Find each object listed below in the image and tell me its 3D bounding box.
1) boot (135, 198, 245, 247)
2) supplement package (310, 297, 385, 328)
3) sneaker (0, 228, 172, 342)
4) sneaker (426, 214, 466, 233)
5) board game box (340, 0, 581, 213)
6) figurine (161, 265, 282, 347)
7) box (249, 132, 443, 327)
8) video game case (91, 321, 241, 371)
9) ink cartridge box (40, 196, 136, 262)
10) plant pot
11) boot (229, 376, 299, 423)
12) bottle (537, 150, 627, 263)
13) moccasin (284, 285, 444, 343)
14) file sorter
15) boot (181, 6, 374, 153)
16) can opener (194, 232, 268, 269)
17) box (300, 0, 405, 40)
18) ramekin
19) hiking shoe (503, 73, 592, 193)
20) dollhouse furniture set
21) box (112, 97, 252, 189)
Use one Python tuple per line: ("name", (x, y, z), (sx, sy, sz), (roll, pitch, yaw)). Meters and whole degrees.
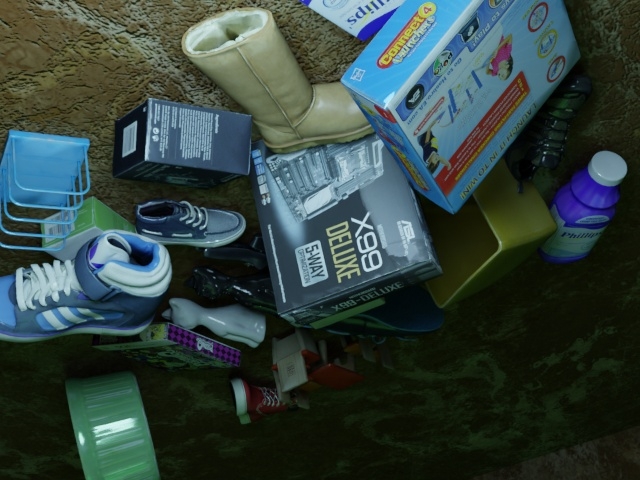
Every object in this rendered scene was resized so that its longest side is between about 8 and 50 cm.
("boot", (-0.220, -0.033, 1.695), (0.190, 0.069, 0.086), (-6, 155, -10))
("supplement package", (0.000, 0.000, 1.660), (0.134, 0.244, 0.139), (-22, 148, 15))
("sneaker", (-0.402, 0.054, 1.606), (0.323, 0.130, 0.236), (3, 141, -20))
("sneaker", (0.141, 0.028, 1.928), (0.297, 0.111, 0.131), (-12, 167, 2))
("board game box", (0.202, -0.234, 1.345), (0.308, 0.086, 0.302), (-51, 146, -5))
("figurine", (-0.190, 0.124, 1.972), (0.210, 0.092, 0.215), (13, 143, -24))
("box", (0.029, -0.048, 1.527), (0.243, 0.307, 0.076), (-21, 151, 15))
("video game case", (-0.316, 0.224, 2.061), (0.210, 0.041, 0.232), (-8, 156, 33))
("ink cartridge box", (-0.372, 0.011, 1.720), (0.109, 0.062, 0.209), (-22, 149, 17))
("plant pot", (0.287, -0.032, 1.775), (0.187, 0.212, 0.212), (-9, 153, -33))
("boot", (-0.123, 0.371, 2.403), (0.176, 0.088, 0.244), (-12, 158, -1))
("bottle", (0.499, -0.060, 1.896), (0.118, 0.092, 0.283), (-4, 149, -12))
("moccasin", (0.082, 0.136, 2.064), (0.342, 0.137, 0.117), (12, 148, -13))
("file sorter", (-0.428, -0.070, 1.521), (0.118, 0.104, 0.170), (5, 146, -26))
("boot", (-0.031, -0.233, 1.415), (0.236, 0.089, 0.269), (-20, 148, 12))
("can opener", (-0.155, 0.016, 1.804), (0.186, 0.059, 0.073), (2, 105, -46))
("box", (0.052, -0.341, 1.278), (0.126, 0.072, 0.137), (-33, 145, 32))
("ramekin", (-0.448, 0.430, 2.175), (0.148, 0.303, 0.303), (-14, 151, -13))
("hiking shoe", (0.382, -0.175, 1.638), (0.086, 0.114, 0.227), (2, 147, -24))
("dollhouse furniture set", (0.002, 0.299, 2.271), (0.262, 0.135, 0.259), (-29, 146, 26))
("box", (-0.203, -0.136, 1.451), (0.158, 0.093, 0.156), (5, 172, -28))
